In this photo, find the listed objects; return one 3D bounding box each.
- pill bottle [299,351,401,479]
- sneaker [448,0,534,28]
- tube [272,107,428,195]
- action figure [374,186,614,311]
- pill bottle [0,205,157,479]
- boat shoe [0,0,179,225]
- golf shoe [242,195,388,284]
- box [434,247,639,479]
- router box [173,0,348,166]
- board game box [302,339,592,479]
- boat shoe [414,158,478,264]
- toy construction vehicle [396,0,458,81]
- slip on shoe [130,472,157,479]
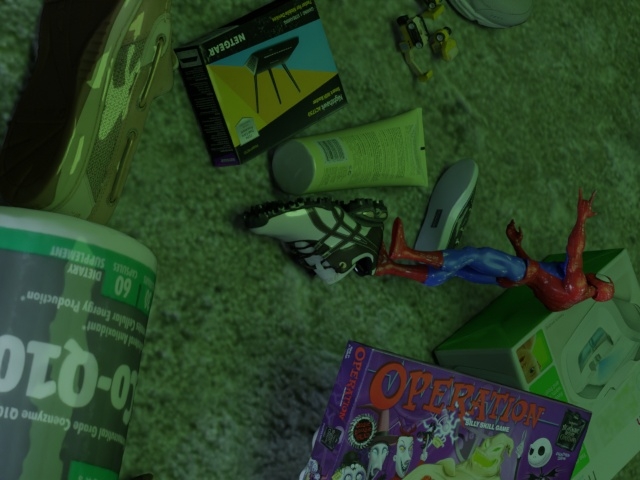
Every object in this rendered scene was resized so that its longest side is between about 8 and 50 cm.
[{"bbox_3d":[0.050,0.210,1.932,0.169,0.094,0.094,-53,122,-32],"label":"pill bottle"},{"bbox_3d":[0.188,-0.350,2.084,0.262,0.121,0.099,47,58,-32],"label":"sneaker"},{"bbox_3d":[0.045,-0.091,1.978,0.240,0.062,0.070,-13,140,-49],"label":"tube"},{"bbox_3d":[0.207,-0.001,2.021,0.280,0.091,0.139,15,67,-15],"label":"action figure"},{"bbox_3d":[-0.269,0.165,1.544,0.204,0.204,0.361,20,74,-42],"label":"pill bottle"},{"bbox_3d":[-0.200,-0.174,1.702,0.110,0.121,0.341,30,78,-45],"label":"boat shoe"},{"bbox_3d":[0.000,0.000,1.910,0.198,0.077,0.094,1,87,-43],"label":"golf shoe"},{"bbox_3d":[0.288,0.170,2.152,0.262,0.126,0.231,-34,109,-41],"label":"box"},{"bbox_3d":[-0.060,-0.171,1.881,0.179,0.046,0.133,-33,111,-41],"label":"router box"},{"bbox_3d":[0.135,0.243,1.909,0.347,0.056,0.208,18,86,-39],"label":"board game box"},{"bbox_3d":[0.151,-0.028,2.085,0.040,0.049,0.142,42,67,-42],"label":"boat shoe"},{"bbox_3d":[0.120,-0.244,2.077,0.086,0.035,0.098,-51,124,-47],"label":"toy construction vehicle"},{"bbox_3d":[-0.212,0.251,1.707,0.135,0.051,0.041,-30,97,-35],"label":"slip on shoe"}]
